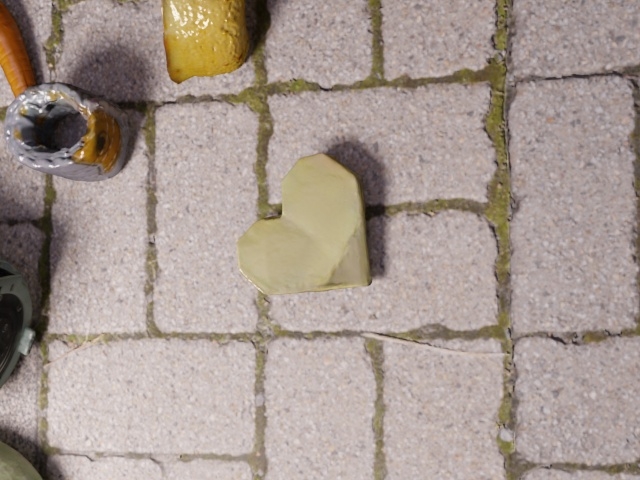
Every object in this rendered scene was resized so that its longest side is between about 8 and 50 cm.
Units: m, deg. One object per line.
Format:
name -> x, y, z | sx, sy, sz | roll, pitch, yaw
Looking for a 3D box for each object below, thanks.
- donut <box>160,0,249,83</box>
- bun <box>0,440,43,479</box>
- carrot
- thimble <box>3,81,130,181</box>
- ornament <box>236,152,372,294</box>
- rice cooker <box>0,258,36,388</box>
donut -> -0.140, -0.363, 1.622 | 0.112, 0.151, 0.295 | 10, 88, 9
bun -> -0.509, 0.415, 1.651 | 0.283, 0.179, 0.283 | -1, 88, 19
carrot -> -0.471, -0.293, 1.770 | 0.066, 0.062, 0.271 | -32, 78, -21
thimble -> -0.354, -0.152, 1.684 | 0.151, 0.118, 0.127 | 11, 89, 20
ornament -> 0.000, 0.000, 1.588 | 0.180, 0.059, 0.201 | 39, 95, 14
rice cooker -> -0.571, 0.100, 1.657 | 0.317, 0.264, 0.316 | 3, 98, 19
